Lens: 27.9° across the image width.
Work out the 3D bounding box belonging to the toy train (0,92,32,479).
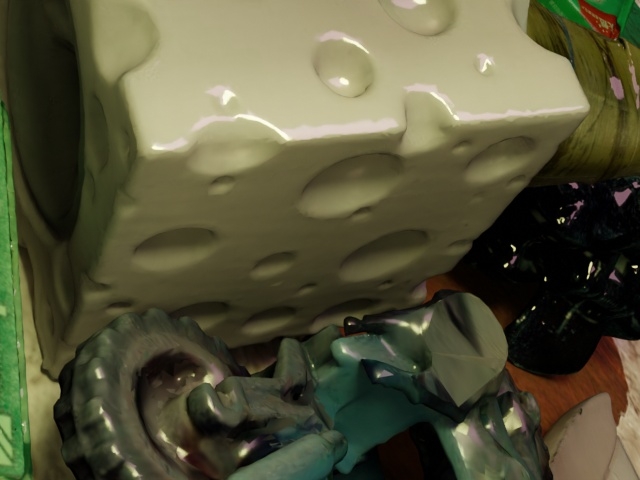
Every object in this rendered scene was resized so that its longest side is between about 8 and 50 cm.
[{"bbox_3d":[-0.223,0.018,0.584,0.154,0.115,0.269,28,41,-47],"label":"toy train"}]

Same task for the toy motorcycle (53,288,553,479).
[{"bbox_3d":[0.038,0.153,0.728,0.416,0.172,0.232,13,50,-52],"label":"toy motorcycle"}]

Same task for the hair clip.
[{"bbox_3d":[0.216,-0.020,1.098,0.310,0.194,0.206,22,39,-38],"label":"hair clip"}]

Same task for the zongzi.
[{"bbox_3d":[0.142,-0.084,0.946,0.274,0.251,0.125,13,79,-28],"label":"zongzi"}]

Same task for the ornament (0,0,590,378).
[{"bbox_3d":[-0.044,-0.094,0.714,0.240,0.239,0.239,-8,65,-25],"label":"ornament"}]

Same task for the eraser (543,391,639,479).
[{"bbox_3d":[0.204,0.221,0.977,0.243,0.059,0.204,3,59,-54],"label":"eraser"}]

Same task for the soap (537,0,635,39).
[{"bbox_3d":[0.219,-0.311,1.428,0.273,0.098,0.218,45,41,-11],"label":"soap"}]

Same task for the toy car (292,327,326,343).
[{"bbox_3d":[0.000,0.000,0.890,0.112,0.112,0.139,41,42,6],"label":"toy car"}]
